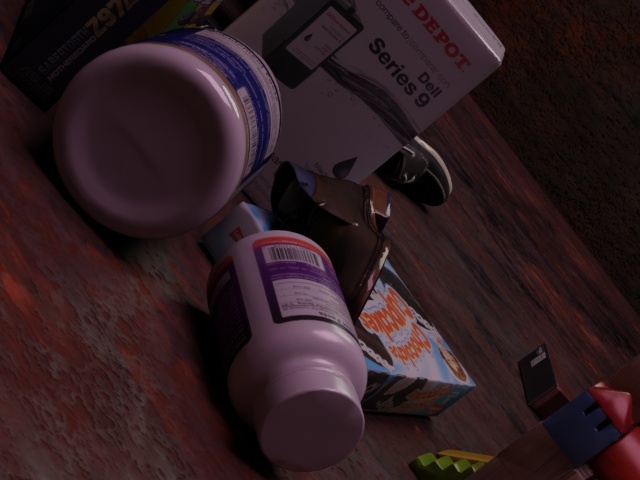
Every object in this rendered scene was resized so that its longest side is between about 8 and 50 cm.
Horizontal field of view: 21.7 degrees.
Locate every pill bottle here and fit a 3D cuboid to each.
[{"bbox_3d":[-0.115,-0.098,1.389,0.153,0.153,0.264,50,13,-3],"label":"pill bottle"},{"bbox_3d":[-0.024,0.086,1.289,0.108,0.108,0.193,42,17,-32],"label":"pill bottle"}]

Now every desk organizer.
[{"bbox_3d":[0.293,0.187,2.143,0.050,0.047,0.130,49,14,-15],"label":"desk organizer"}]

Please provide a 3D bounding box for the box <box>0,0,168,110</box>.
[{"bbox_3d":[-0.183,-0.226,1.445,0.059,0.183,0.232,45,16,-21],"label":"box"}]

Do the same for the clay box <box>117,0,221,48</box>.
[{"bbox_3d":[-0.150,-0.265,1.603,0.053,0.222,0.127,-4,53,-54],"label":"clay box"}]

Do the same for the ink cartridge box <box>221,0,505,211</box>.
[{"bbox_3d":[0.015,-0.176,1.707,0.211,0.289,0.121,49,14,-5],"label":"ink cartridge box"}]

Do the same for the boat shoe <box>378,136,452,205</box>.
[{"bbox_3d":[0.104,-0.113,2.314,0.233,0.084,0.079,47,51,-41],"label":"boat shoe"}]

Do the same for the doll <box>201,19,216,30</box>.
[{"bbox_3d":[-0.142,-0.231,1.866,0.189,0.046,0.129,54,14,14],"label":"doll"}]

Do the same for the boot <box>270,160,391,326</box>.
[{"bbox_3d":[0.000,0.000,1.461,0.106,0.082,0.219,24,23,-8],"label":"boot"}]

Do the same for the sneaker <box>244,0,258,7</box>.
[{"bbox_3d":[-0.120,-0.384,2.314,0.086,0.064,0.192,10,42,-58],"label":"sneaker"}]

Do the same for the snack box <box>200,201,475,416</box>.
[{"bbox_3d":[0.025,0.073,1.574,0.187,0.060,0.322,56,15,20],"label":"snack box"}]

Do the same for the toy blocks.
[{"bbox_3d":[0.248,0.201,1.523,0.190,0.261,0.381,54,15,13],"label":"toy blocks"}]
